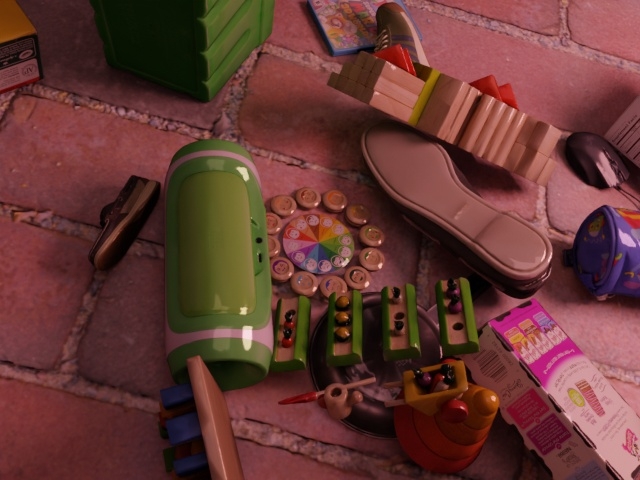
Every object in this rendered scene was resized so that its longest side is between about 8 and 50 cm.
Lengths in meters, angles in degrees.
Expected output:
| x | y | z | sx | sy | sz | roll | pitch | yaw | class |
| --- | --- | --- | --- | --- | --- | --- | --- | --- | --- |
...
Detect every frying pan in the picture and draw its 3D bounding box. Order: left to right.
| x | y | z | sx | sy | sz | roll | pitch | yaw | class |
| --- | --- | --- | --- | --- | --- | --- | --- | --- | --- |
| 0.143 | 0.135 | 0.996 | 0.326 | 0.053 | 0.197 | -14 | 65 | -17 | frying pan |

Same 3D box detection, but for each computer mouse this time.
| x | y | z | sx | sy | sz | roll | pitch | yaw | class |
| --- | --- | --- | --- | --- | --- | --- | --- | --- | --- |
| 0.478 | -0.084 | 1.206 | 0.071 | 0.041 | 0.242 | -36 | 74 | -29 | computer mouse |

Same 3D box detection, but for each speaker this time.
| x | y | z | sx | sy | sz | roll | pitch | yaw | class |
| --- | --- | --- | --- | --- | --- | --- | --- | --- | --- |
| -0.127 | 0.025 | 0.948 | 0.131 | 0.131 | 0.297 | 1 | 60 | -13 | speaker |

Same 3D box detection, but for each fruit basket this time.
| x | y | z | sx | sy | sz | roll | pitch | yaw | class |
| --- | --- | --- | --- | --- | --- | --- | --- | --- | --- |
| -0.147 | -0.423 | 1.066 | 0.282 | 0.392 | 0.392 | 20 | 57 | -1 | fruit basket |

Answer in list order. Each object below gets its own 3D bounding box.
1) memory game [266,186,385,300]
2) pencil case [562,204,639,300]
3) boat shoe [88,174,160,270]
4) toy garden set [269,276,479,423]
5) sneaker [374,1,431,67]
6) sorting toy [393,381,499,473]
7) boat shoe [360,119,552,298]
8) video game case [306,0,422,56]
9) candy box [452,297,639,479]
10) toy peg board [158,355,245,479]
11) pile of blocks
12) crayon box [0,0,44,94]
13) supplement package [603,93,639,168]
| x | y | z | sx | sy | sz | roll | pitch | yaw | class |
| --- | --- | --- | --- | --- | --- | --- | --- | --- | --- |
| 0.000 | 0.000 | 1.051 | 0.186 | 0.012 | 0.186 | 5 | 55 | -7 | memory game |
| 0.508 | 0.036 | 1.094 | 0.306 | 0.119 | 0.133 | 9 | 100 | -8 | pencil case |
| -0.258 | -0.025 | 0.993 | 0.049 | 0.056 | 0.152 | 22 | 48 | 6 | boat shoe |
| 0.057 | 0.120 | 0.889 | 0.244 | 0.049 | 0.204 | -7 | 38 | 9 | toy garden set |
| 0.112 | -0.287 | 1.217 | 0.086 | 0.064 | 0.192 | -17 | 75 | -23 | sneaker |
| 0.179 | 0.306 | 0.829 | 0.127 | 0.126 | 0.366 | 0 | 66 | -20 | sorting toy |
| 0.176 | -0.039 | 1.080 | 0.112 | 0.095 | 0.335 | -38 | 61 | -16 | boat shoe |
| 0.074 | -0.365 | 1.292 | 0.166 | 0.015 | 0.119 | -14 | 64 | -21 | video game case |
| 0.287 | 0.192 | 0.942 | 0.233 | 0.071 | 0.159 | 51 | 32 | 19 | candy box |
| -0.133 | 0.229 | 0.815 | 0.079 | 0.161 | 0.161 | -16 | 64 | -4 | toy peg board |
| 0.196 | -0.199 | 1.123 | 0.362 | 0.149 | 0.113 | 22 | 101 | -18 | pile of blocks |
| -0.614 | -0.292 | 1.034 | 0.363 | 0.106 | 0.313 | -29 | 69 | -27 | crayon box |
| 0.597 | -0.175 | 1.205 | 0.203 | 0.149 | 0.194 | 45 | 49 | 14 | supplement package |
